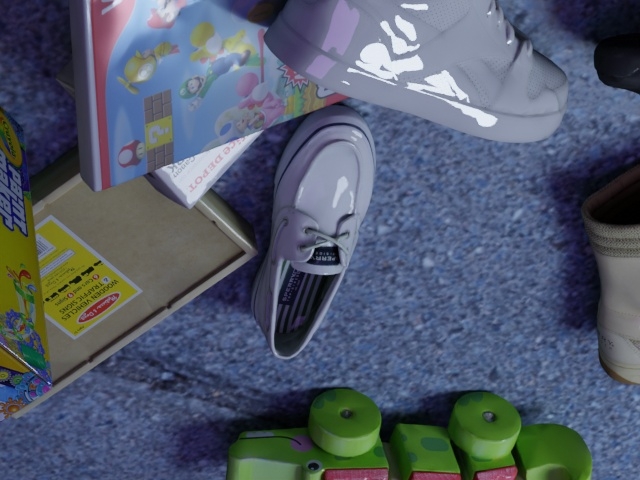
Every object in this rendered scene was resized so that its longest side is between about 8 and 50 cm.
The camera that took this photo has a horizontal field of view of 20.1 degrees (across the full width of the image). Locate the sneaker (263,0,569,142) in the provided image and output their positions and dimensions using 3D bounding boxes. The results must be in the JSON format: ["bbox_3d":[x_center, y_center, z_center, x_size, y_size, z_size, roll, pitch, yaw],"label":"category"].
[{"bbox_3d":[0.113,-0.174,1.310,0.292,0.108,0.169,9,120,-45],"label":"sneaker"}]

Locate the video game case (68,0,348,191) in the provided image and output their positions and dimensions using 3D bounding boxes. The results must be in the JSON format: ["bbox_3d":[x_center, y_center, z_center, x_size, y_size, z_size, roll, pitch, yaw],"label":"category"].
[{"bbox_3d":[-0.045,-0.164,1.280,0.285,0.025,0.204,-22,136,-27],"label":"video game case"}]

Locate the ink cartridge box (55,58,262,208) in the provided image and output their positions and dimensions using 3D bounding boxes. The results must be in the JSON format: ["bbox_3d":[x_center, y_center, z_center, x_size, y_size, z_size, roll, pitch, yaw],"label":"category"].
[{"bbox_3d":[-0.114,-0.105,1.341,0.099,0.056,0.135,-48,128,-9],"label":"ink cartridge box"}]

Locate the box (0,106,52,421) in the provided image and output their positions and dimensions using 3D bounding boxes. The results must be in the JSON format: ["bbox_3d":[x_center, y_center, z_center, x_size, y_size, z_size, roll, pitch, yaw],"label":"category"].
[{"bbox_3d":[-0.359,0.030,1.265,0.279,0.290,0.177,-32,130,15],"label":"box"}]

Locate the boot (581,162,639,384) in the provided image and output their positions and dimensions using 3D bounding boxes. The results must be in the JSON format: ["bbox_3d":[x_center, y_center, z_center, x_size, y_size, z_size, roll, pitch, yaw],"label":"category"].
[{"bbox_3d":[0.357,0.007,1.554,0.262,0.095,0.203,-14,130,2],"label":"boot"}]

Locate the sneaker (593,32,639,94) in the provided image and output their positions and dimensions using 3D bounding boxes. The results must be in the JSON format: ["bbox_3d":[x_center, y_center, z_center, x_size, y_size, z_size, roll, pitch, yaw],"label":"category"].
[{"bbox_3d":[0.341,-0.074,1.435,0.281,0.106,0.163,5,101,-17],"label":"sneaker"}]

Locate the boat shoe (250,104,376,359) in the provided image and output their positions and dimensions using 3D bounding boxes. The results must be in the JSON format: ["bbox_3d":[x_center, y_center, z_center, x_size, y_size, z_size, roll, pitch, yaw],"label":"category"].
[{"bbox_3d":[0.000,0.000,1.468,0.083,0.076,0.226,2,129,-15],"label":"boat shoe"}]

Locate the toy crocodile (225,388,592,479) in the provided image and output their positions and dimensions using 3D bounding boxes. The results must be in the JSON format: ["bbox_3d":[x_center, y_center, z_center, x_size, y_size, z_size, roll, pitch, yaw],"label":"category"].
[{"bbox_3d":[0.081,0.211,1.645,0.340,0.105,0.115,2,129,-14],"label":"toy crocodile"}]

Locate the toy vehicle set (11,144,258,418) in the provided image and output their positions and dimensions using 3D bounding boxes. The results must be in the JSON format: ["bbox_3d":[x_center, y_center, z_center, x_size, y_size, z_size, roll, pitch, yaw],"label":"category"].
[{"bbox_3d":[-0.205,0.026,1.467,0.267,0.035,0.166,-34,129,15],"label":"toy vehicle set"}]
